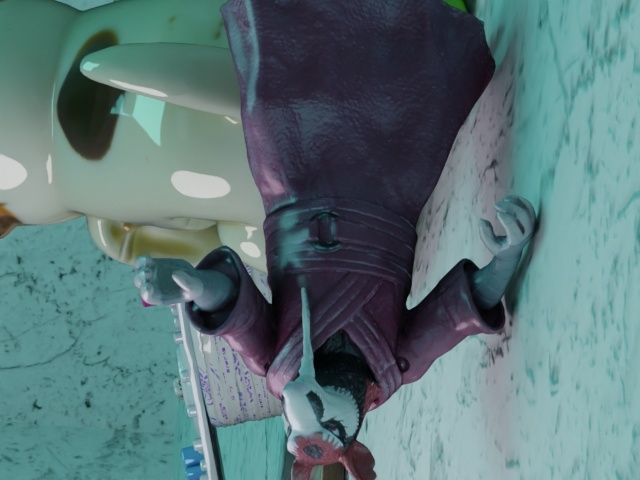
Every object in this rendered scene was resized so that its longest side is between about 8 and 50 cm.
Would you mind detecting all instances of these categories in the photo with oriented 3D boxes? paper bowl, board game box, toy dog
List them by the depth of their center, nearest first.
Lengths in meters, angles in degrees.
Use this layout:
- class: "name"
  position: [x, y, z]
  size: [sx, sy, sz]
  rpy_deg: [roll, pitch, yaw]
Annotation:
- class: "toy dog"
  position: [-0.161, -0.093, 1.605]
  size: [0.395, 0.408, 0.284]
  rpy_deg: [-13, -76, -61]
- class: "paper bowl"
  position: [-0.072, 0.050, 2.040]
  size: [0.284, 0.148, 0.284]
  rpy_deg: [168, 90, -88]
- class: "board game box"
  position: [-0.159, 0.162, 2.205]
  size: [0.390, 0.050, 0.390]
  rpy_deg: [-119, 19, -82]

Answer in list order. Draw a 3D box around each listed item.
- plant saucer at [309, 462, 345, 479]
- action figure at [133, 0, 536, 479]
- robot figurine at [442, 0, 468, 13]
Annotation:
- class: "plant saucer"
  position: [0.002, 0.241, 1.953]
  size: [0.168, 0.029, 0.168]
  rpy_deg: [-174, 90, -83]
- class: "action figure"
  position: [0.000, 0.000, 1.295]
  size: [0.276, 0.248, 0.370]
  rpy_deg: [117, 160, -73]
- class: "robot figurine"
  position: [0.080, -0.181, 1.492]
  size: [0.115, 0.067, 0.101]
  rpy_deg: [-96, 2, -58]
